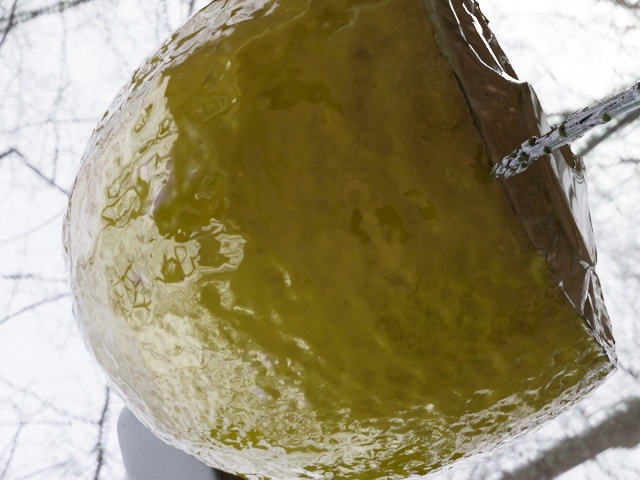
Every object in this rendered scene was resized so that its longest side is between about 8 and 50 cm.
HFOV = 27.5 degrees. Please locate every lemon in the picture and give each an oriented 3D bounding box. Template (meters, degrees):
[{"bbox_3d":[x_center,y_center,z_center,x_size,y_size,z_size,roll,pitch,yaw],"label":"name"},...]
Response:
[{"bbox_3d":[0.000,0.000,0.840,0.364,0.364,0.364,21,-131,-26],"label":"lemon"}]

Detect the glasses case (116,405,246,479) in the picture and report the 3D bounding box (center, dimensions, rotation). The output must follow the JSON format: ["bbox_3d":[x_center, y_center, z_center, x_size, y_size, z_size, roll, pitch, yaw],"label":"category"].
[{"bbox_3d":[-0.096,0.278,1.220,0.074,0.131,0.323,7,-126,-48],"label":"glasses case"}]

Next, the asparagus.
[{"bbox_3d":[0.129,-0.056,0.584,0.016,0.162,0.016,-28,-88,-44],"label":"asparagus"}]
